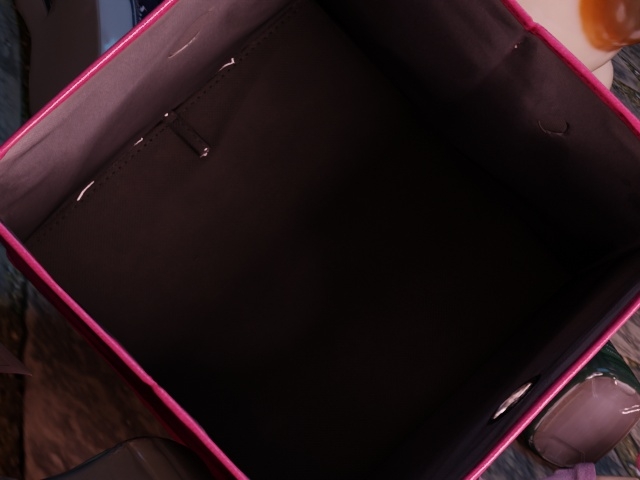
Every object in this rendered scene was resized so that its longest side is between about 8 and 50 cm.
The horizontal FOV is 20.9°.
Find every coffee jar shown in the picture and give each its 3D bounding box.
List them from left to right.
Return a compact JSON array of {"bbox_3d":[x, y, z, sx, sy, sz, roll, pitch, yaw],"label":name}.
[{"bbox_3d":[0.190,0.092,1.396,0.079,0.096,0.184,30,23,-27],"label":"coffee jar"}]

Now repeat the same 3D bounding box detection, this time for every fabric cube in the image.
[{"bbox_3d":[0.000,0.000,0.910,0.259,0.254,0.258,46,-11,2],"label":"fabric cube"}]

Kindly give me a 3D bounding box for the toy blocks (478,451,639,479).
[{"bbox_3d":[0.237,0.225,1.110,0.260,0.309,0.288,3,12,1],"label":"toy blocks"}]

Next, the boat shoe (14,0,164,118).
[{"bbox_3d":[-0.135,-0.152,1.330,0.158,0.127,0.340,18,27,-24],"label":"boat shoe"}]

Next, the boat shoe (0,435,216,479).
[{"bbox_3d":[-0.142,0.163,0.709,0.324,0.120,0.122,7,51,-62],"label":"boat shoe"}]

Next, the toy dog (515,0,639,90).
[{"bbox_3d":[0.062,-0.128,1.213,0.284,0.408,0.395,47,23,22],"label":"toy dog"}]

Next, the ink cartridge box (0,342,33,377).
[{"bbox_3d":[-0.246,0.039,0.925,0.145,0.045,0.179,42,4,12],"label":"ink cartridge box"}]
